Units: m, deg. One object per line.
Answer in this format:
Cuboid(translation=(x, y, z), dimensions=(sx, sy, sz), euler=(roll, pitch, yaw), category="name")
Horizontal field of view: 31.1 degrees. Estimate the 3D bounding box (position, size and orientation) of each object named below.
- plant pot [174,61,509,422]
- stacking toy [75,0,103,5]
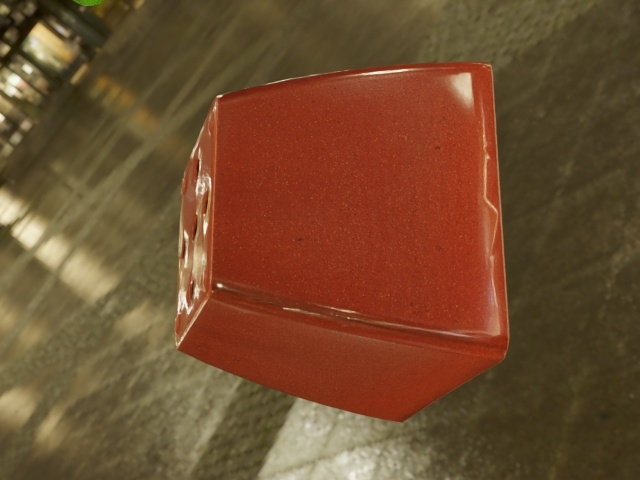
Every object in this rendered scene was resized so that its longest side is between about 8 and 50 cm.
Cuboid(translation=(0.000, 0.000, 1.029), dimensions=(0.267, 0.235, 0.267), euler=(127, 146, -64), category="plant pot")
Cuboid(translation=(-0.102, -0.222, 0.505), dimensions=(0.167, 0.052, 0.221), euler=(36, 114, 53), category="stacking toy")
